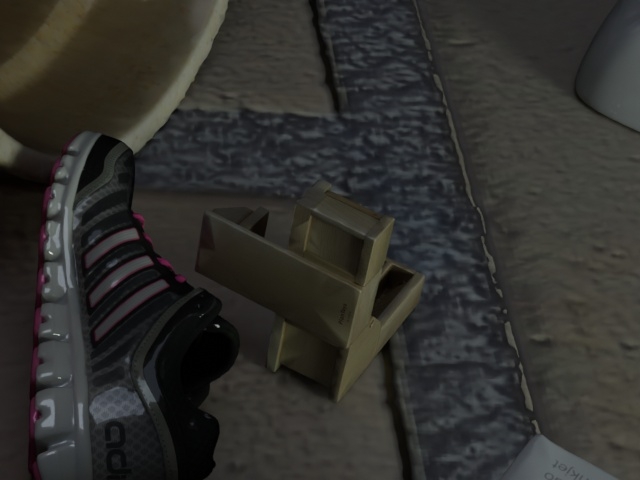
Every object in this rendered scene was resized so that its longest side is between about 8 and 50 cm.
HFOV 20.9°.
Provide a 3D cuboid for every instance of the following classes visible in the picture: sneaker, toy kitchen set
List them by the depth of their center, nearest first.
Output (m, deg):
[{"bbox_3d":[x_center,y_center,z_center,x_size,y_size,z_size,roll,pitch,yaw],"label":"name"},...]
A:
[{"bbox_3d":[-0.068,0.028,0.641,0.075,0.063,0.170,3,45,-9],"label":"sneaker"},{"bbox_3d":[0.000,0.000,0.671,0.068,0.083,0.075,26,41,16],"label":"toy kitchen set"}]

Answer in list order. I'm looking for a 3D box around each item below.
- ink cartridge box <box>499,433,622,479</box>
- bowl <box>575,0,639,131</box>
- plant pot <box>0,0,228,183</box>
[{"bbox_3d":[0.070,0.175,0.473,0.154,0.093,0.212,28,44,19],"label":"ink cartridge box"},{"bbox_3d":[0.211,-0.098,0.866,0.142,0.053,0.142,22,40,15],"label":"bowl"},{"bbox_3d":[-0.217,-0.213,0.728,0.305,0.334,0.334,11,38,18],"label":"plant pot"}]
